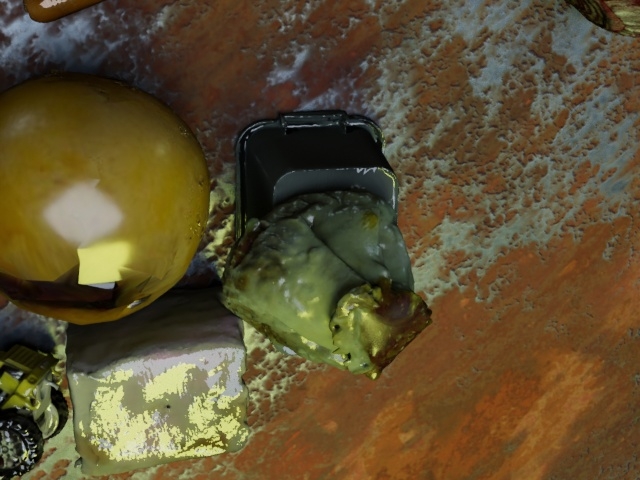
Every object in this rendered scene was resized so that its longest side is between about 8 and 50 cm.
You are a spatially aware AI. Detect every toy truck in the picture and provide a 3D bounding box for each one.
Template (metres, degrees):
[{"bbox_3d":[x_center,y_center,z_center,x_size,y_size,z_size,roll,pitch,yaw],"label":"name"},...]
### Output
[{"bbox_3d":[-0.363,0.240,1.072,0.111,0.136,0.286,34,98,-3],"label":"toy truck"}]

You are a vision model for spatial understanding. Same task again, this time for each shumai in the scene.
[{"bbox_3d":[0.006,0.054,0.933,0.184,0.142,0.184,-6,112,-14],"label":"shumai"}]

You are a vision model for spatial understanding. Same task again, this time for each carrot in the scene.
[{"bbox_3d":[-0.187,-0.250,0.963,0.190,0.037,0.037,-24,116,-8],"label":"carrot"}]

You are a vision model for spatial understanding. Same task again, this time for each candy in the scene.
[{"bbox_3d":[-0.168,0.135,1.056,0.195,0.185,0.137,-8,110,-7],"label":"candy"}]

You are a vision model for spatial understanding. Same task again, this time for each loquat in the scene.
[{"bbox_3d":[-0.213,-0.039,0.936,0.235,0.235,0.235,-5,114,-13],"label":"loquat"}]

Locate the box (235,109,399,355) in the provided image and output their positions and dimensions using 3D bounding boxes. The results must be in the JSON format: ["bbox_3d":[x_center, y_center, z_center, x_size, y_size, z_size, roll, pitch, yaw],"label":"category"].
[{"bbox_3d":[0.000,0.000,1.060,0.163,0.135,0.243,-2,113,-13],"label":"box"}]

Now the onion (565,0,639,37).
[{"bbox_3d":[0.327,-0.292,0.966,0.207,0.206,0.216,42,94,-13],"label":"onion"}]
